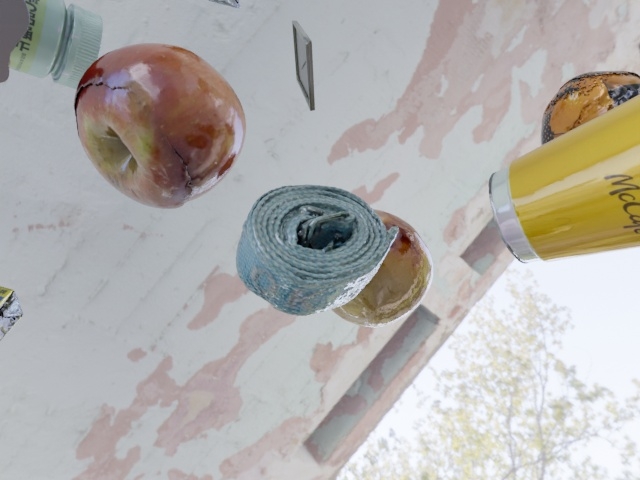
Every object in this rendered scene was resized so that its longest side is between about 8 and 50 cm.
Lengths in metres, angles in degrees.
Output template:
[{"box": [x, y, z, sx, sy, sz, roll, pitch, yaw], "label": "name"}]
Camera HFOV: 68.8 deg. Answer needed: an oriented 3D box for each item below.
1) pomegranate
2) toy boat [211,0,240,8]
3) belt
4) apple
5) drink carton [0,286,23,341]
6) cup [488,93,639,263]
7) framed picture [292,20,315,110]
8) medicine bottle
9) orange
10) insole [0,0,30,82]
[{"box": [0.124, 0.078, 1.167, 0.318, 0.319, 0.320, -15, -58, -26], "label": "pomegranate"}, {"box": [-0.185, -0.561, 0.939, 0.209, 0.291, 0.071, -10, -94, 14], "label": "toy boat"}, {"box": [-0.006, 0.002, 0.508, 0.163, 0.147, 0.082, -47, -8, -47], "label": "belt"}, {"box": [-0.251, -0.184, 0.747, 0.252, 0.271, 0.206, 51, -128, -13], "label": "apple"}, {"box": [-0.389, 0.115, 0.473, 0.071, 0.166, 0.056, 16, -51, 0], "label": "drink carton"}, {"box": [0.351, -0.070, 0.531, 0.196, 0.279, 0.197, 22, -122, -41], "label": "cup"}, {"box": [-0.054, -0.515, 1.363, 0.023, 0.260, 0.189, -9, -52, -8], "label": "framed picture"}, {"box": [-0.577, -0.398, 0.832, 0.317, 0.158, 0.158, 11, -72, -41], "label": "medicine bottle"}, {"box": [0.556, -0.219, 0.936, 0.182, 0.234, 0.235, -19, -56, -26], "label": "orange"}, {"box": [-0.509, -0.306, 0.721, 0.086, 0.253, 0.005, -11, -97, -43], "label": "insole"}]
